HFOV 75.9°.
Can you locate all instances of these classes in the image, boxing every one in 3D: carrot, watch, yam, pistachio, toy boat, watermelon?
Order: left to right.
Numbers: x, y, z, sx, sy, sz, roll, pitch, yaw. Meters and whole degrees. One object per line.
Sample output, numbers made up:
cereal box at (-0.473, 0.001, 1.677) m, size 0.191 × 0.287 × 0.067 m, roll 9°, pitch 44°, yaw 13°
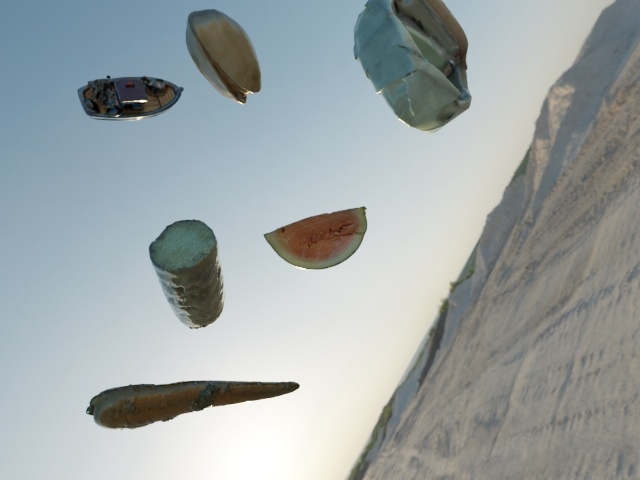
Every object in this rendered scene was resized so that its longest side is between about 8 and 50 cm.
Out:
toy boat at (-0.420, -0.329, 0.927) m, size 0.223 × 0.100 × 0.097 m, roll -20°, pitch 2°, yaw -30°
yam at (-0.222, 0.066, 0.713) m, size 0.107 × 0.107 × 0.194 m, roll -48°, pitch -23°, yaw -35°
carrot at (-0.140, 0.191, 0.500) m, size 0.254 × 0.049 × 0.049 m, roll 3°, pitch -58°, yaw -27°
pistachio at (-0.188, -0.359, 0.803) m, size 0.124 × 0.185 × 0.124 m, roll -35°, pitch 5°, yaw 3°
watermelon at (0.004, 0.013, 0.639) m, size 0.163 × 0.069 × 0.087 m, roll -16°, pitch -40°, yaw -1°
watch at (0.160, -0.316, 0.730) m, size 0.161 × 0.253 × 0.241 m, roll -37°, pitch 17°, yaw 42°
